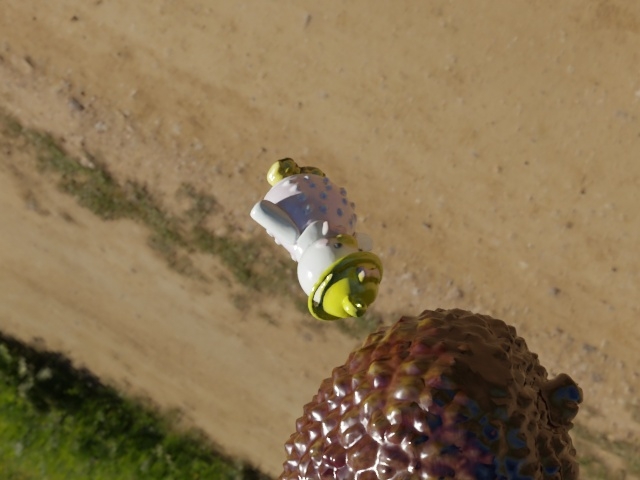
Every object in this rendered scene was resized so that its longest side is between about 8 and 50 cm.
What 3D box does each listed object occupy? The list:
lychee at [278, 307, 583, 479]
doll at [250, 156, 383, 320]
[{"bbox_3d":[0.095,0.181,0.889,0.271,0.236,0.236,-32,113,11],"label":"lychee"},{"bbox_3d":[0.000,0.000,0.932,0.129,0.207,0.081,18,118,-31],"label":"doll"}]
